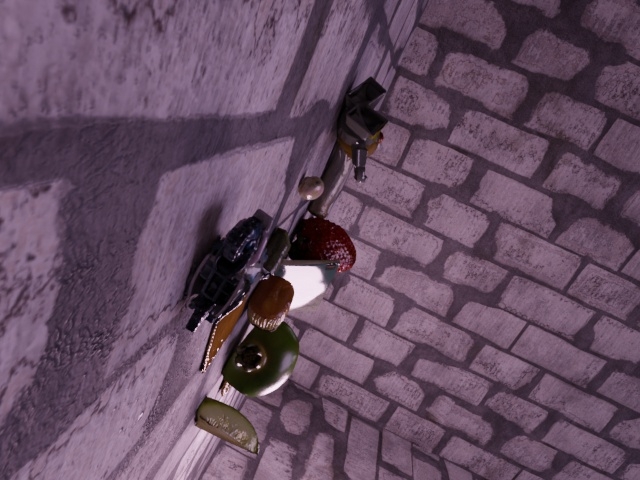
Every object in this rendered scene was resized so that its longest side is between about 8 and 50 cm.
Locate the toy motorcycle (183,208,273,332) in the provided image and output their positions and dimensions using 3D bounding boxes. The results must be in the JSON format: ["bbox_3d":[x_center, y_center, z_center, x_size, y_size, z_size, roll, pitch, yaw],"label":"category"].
[{"bbox_3d":[-0.140,0.033,0.719,0.239,0.108,0.204,-38,-174,29],"label":"toy motorcycle"}]

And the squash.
[{"bbox_3d":[-0.306,0.645,1.456,0.170,0.252,0.093,112,3,-50],"label":"squash"}]

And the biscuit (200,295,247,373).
[{"bbox_3d":[-0.255,0.225,1.144,0.237,0.013,0.232,-66,177,34],"label":"biscuit"}]

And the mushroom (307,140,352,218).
[{"bbox_3d":[0.047,-0.246,1.713,0.122,0.095,0.352,-21,138,-60],"label":"mushroom"}]

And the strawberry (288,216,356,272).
[{"bbox_3d":[0.020,0.036,1.727,0.250,0.288,0.239,-163,-90,-74],"label":"strawberry"}]

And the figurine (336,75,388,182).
[{"bbox_3d":[0.140,-0.381,1.431,0.285,0.166,0.343,99,12,-69],"label":"figurine"}]

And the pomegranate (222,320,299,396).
[{"bbox_3d":[-0.209,0.451,1.553,0.310,0.216,0.358,-49,172,-7],"label":"pomegranate"}]

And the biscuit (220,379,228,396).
[{"bbox_3d":[-0.366,0.552,1.759,0.220,0.033,0.220,24,90,-87],"label":"biscuit"}]

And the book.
[{"bbox_3d":[-0.092,0.192,1.669,0.379,0.263,0.031,112,-30,-49],"label":"book"}]

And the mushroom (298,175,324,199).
[{"bbox_3d":[-0.029,-0.163,1.277,0.083,0.068,0.084,-19,149,-12],"label":"mushroom"}]

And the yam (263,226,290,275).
[{"bbox_3d":[-0.127,0.031,1.202,0.147,0.069,0.070,-62,176,-24],"label":"yam"}]

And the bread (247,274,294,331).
[{"bbox_3d":[-0.165,0.204,1.395,0.114,0.132,0.191,110,4,-45],"label":"bread"}]
